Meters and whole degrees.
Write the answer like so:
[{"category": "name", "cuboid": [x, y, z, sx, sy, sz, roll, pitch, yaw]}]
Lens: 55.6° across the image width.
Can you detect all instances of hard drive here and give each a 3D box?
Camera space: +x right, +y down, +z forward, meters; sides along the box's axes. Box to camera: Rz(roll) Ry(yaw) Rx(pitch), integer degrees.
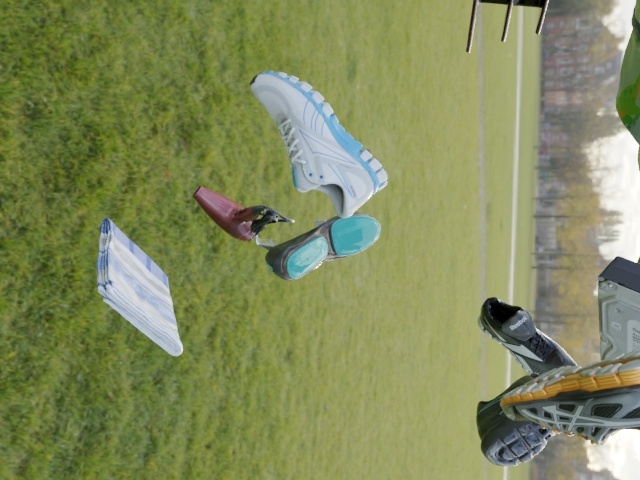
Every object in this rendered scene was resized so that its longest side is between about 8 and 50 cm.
[{"category": "hard drive", "cuboid": [0.567, 0.198, 0.965, 0.064, 0.237, 0.338, -40, 132, -20]}]

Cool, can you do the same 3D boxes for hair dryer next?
[{"category": "hair dryer", "cuboid": [-0.185, -0.069, 1.515, 0.223, 0.294, 0.080, 88, 25, -57]}]

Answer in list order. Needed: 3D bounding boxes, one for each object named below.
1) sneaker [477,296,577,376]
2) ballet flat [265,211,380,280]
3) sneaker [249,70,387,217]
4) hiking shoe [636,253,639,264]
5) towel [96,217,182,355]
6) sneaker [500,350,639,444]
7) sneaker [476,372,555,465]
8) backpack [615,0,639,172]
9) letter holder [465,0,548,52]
[{"category": "sneaker", "cuboid": [0.404, 0.192, 1.201, 0.078, 0.234, 0.106, -39, 141, -13]}, {"category": "ballet flat", "cuboid": [0.000, 0.000, 1.257, 0.281, 0.096, 0.095, -21, 113, -39]}, {"category": "sneaker", "cuboid": [-0.012, -0.101, 0.665, 0.191, 0.071, 0.083, 44, 71, -13]}, {"category": "hiking shoe", "cuboid": [0.609, -0.015, 1.049, 0.227, 0.086, 0.114, -45, 169, -15]}, {"category": "towel", "cuboid": [-0.349, 0.083, 1.172, 0.209, 0.034, 0.285, 51, 3, -32]}, {"category": "sneaker", "cuboid": [0.283, 0.183, 0.663, 0.084, 0.215, 0.083, -19, 81, -30]}, {"category": "sneaker", "cuboid": [0.349, 0.232, 0.909, 0.101, 0.267, 0.106, 52, 16, -26]}, {"category": "backpack", "cuboid": [0.366, -0.144, 0.381, 0.356, 0.290, 0.273, -17, 134, -28]}, {"category": "letter holder", "cuboid": [0.378, -0.528, 1.164, 0.301, 0.152, 0.214, 81, 23, -56]}]
